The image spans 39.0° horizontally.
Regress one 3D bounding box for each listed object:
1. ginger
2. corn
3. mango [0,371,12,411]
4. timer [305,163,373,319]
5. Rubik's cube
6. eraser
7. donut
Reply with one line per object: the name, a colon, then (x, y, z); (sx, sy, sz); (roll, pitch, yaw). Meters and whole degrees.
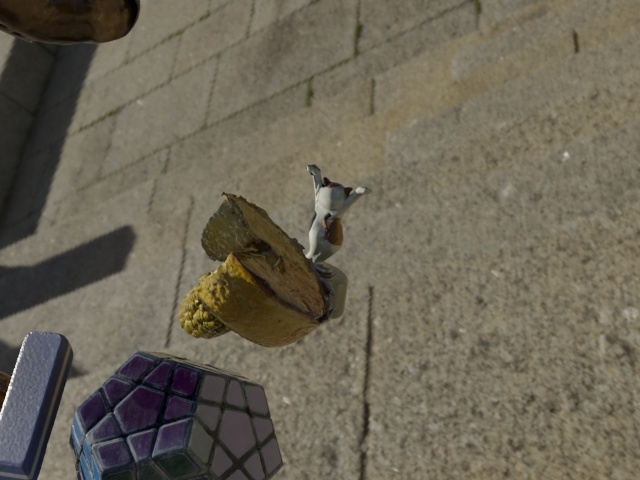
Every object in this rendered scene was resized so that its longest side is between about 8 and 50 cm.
ginger: (-0.333, -0.290, 0.957); (0.133, 0.309, 0.107); (-35, 59, 21)
corn: (-0.182, 0.110, 1.475); (0.101, 0.101, 0.292); (-66, 12, -16)
mango: (-0.640, 0.310, 1.842); (0.063, 0.127, 0.077); (-43, 17, 21)
timer: (0.000, 0.000, 1.747); (0.175, 0.175, 0.265); (34, 110, 50)
Rubik's cube: (-0.214, 0.310, 1.326); (0.319, 0.264, 0.318); (33, 128, 54)
eraser: (-0.435, 0.249, 1.356); (0.082, 0.036, 0.224); (-1, 65, 28)
donut: (-0.054, 0.038, 0.873); (0.078, 0.146, 0.181); (-46, 25, 13)
